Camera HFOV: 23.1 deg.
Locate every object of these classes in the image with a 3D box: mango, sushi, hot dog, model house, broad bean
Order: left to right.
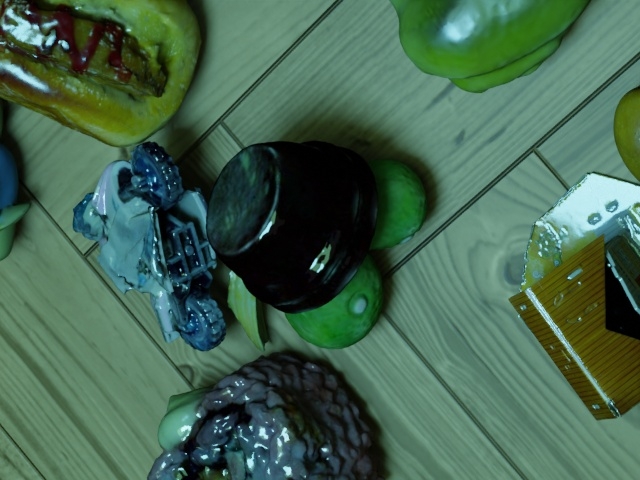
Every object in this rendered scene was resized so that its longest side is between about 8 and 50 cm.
[{"bbox_3d":[-0.333,-0.250,1.632,0.405,0.223,0.185,23,85,9],"label":"hot dog"},{"bbox_3d":[-0.083,0.257,1.716,0.270,0.171,0.236,-42,86,30],"label":"sushi"},{"bbox_3d":[0.159,-0.289,1.505,0.238,0.119,0.291,24,110,16],"label":"broad bean"},{"bbox_3d":[0.272,0.062,1.538,0.207,0.136,0.219,-36,88,27],"label":"model house"},{"bbox_3d":[0.357,-0.075,1.498,0.102,0.085,0.184,-41,91,26],"label":"mango"}]

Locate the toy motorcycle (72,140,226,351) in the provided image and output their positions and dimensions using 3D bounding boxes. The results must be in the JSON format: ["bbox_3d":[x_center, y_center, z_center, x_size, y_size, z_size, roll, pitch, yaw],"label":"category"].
[{"bbox_3d":[-0.197,0.003,1.733,0.204,0.108,0.239,7,104,45],"label":"toy motorcycle"}]

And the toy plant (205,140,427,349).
[{"bbox_3d":[0.000,0.000,1.607,0.218,0.235,0.175,-55,40,15],"label":"toy plant"}]

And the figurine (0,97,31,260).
[{"bbox_3d":[-0.423,-0.093,1.796,0.180,0.154,0.262,-28,74,35],"label":"figurine"}]

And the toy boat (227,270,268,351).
[{"bbox_3d":[-0.066,0.037,1.714,0.066,0.065,0.172,8,109,0],"label":"toy boat"}]
